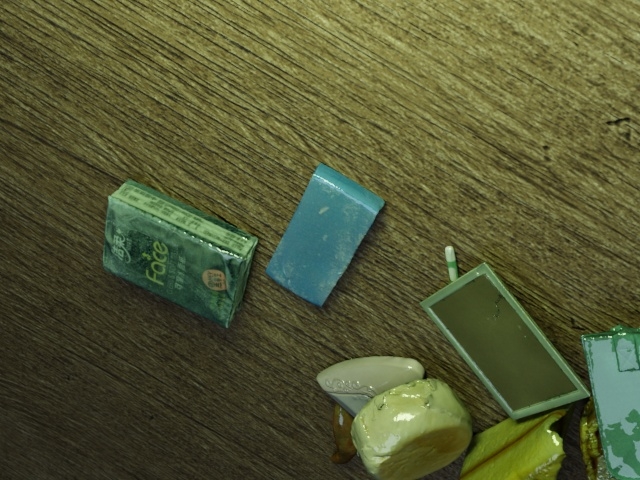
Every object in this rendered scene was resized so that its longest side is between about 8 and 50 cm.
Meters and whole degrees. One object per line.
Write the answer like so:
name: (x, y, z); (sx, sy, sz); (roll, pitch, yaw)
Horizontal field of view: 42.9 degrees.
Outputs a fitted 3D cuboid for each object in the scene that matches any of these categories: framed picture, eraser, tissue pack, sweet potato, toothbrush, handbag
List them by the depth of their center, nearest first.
handbag: (0.602, 0.264, 1.376); (0.268, 0.100, 0.274); (-14, 92, 25)
framed picture: (0.331, 0.190, 1.495); (0.293, 0.018, 0.231); (51, 148, 3)
toothbrush: (0.263, 0.118, 1.549); (0.018, 0.024, 0.257); (3, 125, 27)
eraser: (0.000, 0.000, 1.579); (0.144, 0.043, 0.312); (31, 134, 2)
tissue pack: (-0.300, 0.029, 1.723); (0.315, 0.103, 0.228); (24, 132, 8)
eraser: (0.128, 0.324, 1.762); (0.204, 0.059, 0.243); (43, 133, -9)
sweet potato: (0.057, 0.466, 1.921); (0.078, 0.058, 0.255); (29, 139, 28)

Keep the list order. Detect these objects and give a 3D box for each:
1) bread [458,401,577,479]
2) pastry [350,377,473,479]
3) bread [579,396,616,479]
bread: (0.441, 0.461, 1.584); (0.245, 0.233, 0.362); (37, 134, -3)
pastry: (0.185, 0.391, 1.674); (0.264, 0.133, 0.265); (-17, 142, -14)
bread: (0.586, 0.388, 1.541); (0.181, 0.096, 0.222); (3, 128, 24)
